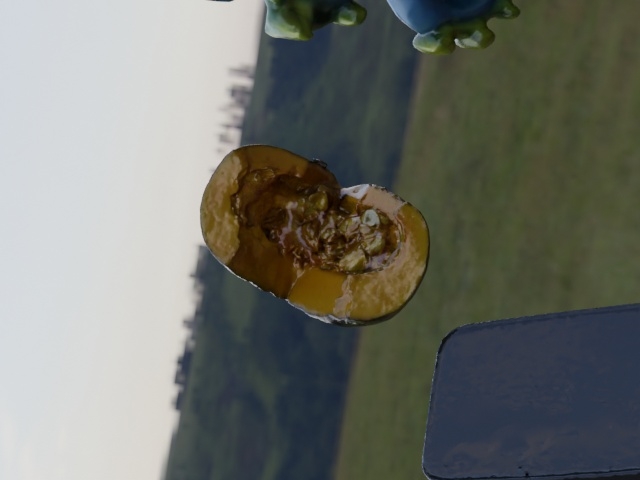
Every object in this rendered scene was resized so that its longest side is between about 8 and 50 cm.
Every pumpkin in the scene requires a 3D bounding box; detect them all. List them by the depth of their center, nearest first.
[{"bbox_3d":[0.000,0.000,1.331,0.119,0.183,0.107,-62,-10,-9],"label":"pumpkin"}]

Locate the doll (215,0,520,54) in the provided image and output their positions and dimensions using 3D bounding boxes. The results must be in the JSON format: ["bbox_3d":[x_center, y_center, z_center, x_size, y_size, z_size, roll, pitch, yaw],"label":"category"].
[{"bbox_3d":[0.043,-0.263,1.011,0.341,0.346,0.099,-48,28,-17],"label":"doll"}]

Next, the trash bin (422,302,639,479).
[{"bbox_3d":[0.170,0.130,0.872,0.225,0.165,0.115,49,-137,-44],"label":"trash bin"}]
